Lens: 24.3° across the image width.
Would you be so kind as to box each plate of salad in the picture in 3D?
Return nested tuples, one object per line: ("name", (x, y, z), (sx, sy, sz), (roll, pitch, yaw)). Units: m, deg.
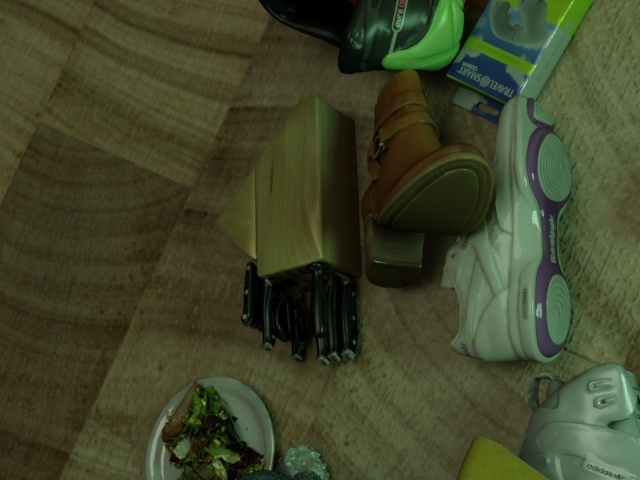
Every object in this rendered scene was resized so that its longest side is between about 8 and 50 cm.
("plate of salad", (-0.142, 0.261, 1.808), (0.199, 0.048, 0.200), (-12, 67, 31))

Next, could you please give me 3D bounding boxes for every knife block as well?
("knife block", (0.000, 0.000, 1.775), (0.242, 0.088, 0.276), (40, 98, 36))

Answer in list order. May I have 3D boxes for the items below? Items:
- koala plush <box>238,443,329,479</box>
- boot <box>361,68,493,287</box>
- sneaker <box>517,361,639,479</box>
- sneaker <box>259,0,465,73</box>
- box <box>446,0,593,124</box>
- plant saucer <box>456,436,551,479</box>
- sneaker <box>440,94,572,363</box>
("koala plush", (-0.046, 0.338, 1.659), (0.196, 0.203, 0.221), (-46, 33, 3))
("boot", (0.115, -0.097, 1.655), (0.109, 0.283, 0.220), (7, 63, -7))
("sneaker", (0.335, 0.231, 1.430), (0.365, 0.137, 0.210), (1, 77, 38))
("sneaker", (-0.008, -0.381, 1.818), (0.202, 0.185, 0.483), (-19, 51, -22))
("box", (0.225, -0.226, 1.725), (0.109, 0.042, 0.178), (31, 92, 38))
("plant saucer", (0.205, 0.408, 1.400), (0.332, 0.081, 0.333), (33, 123, 38))
("sneaker", (0.194, -0.014, 1.628), (0.152, 0.114, 0.305), (-9, 68, 36))
